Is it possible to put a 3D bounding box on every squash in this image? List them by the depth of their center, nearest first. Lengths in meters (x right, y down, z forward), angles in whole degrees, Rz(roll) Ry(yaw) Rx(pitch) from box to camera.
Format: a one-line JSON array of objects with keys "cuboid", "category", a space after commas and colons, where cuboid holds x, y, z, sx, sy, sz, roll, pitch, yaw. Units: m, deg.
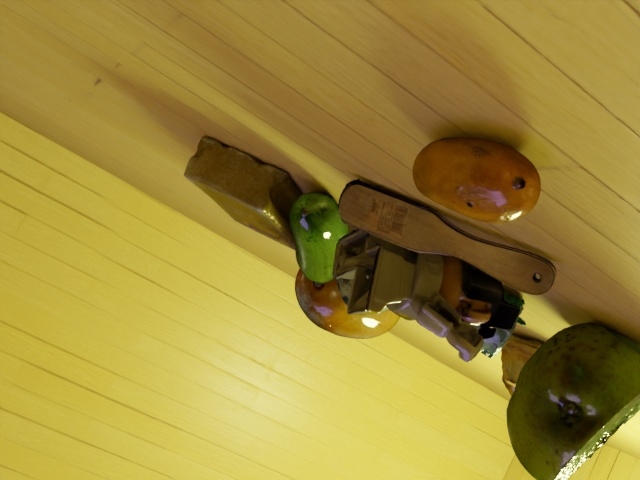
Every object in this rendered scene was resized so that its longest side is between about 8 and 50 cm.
[{"cuboid": [0.000, 0.000, 1.446, 0.107, 0.107, 0.395, 26, 163, 12], "category": "squash"}]

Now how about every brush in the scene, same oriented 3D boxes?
[{"cuboid": [0.177, -0.004, 1.080, 0.327, 0.070, 0.065, 24, -171, 24], "category": "brush"}]

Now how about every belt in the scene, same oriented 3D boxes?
[{"cuboid": [0.320, 0.151, 1.352, 0.079, 0.121, 0.151, 28, 168, 13], "category": "belt"}]

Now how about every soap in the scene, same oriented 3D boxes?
[{"cuboid": [-0.126, -0.083, 1.491, 0.199, 0.091, 0.315, 24, 172, 17], "category": "soap"}]

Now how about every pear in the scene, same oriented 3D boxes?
[{"cuboid": [0.412, 0.254, 1.250, 0.176, 0.286, 0.282, 45, -179, 27], "category": "pear"}]

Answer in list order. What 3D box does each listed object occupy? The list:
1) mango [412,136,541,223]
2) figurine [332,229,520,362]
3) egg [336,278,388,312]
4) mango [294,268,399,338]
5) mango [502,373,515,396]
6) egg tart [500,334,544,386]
[{"cuboid": [0.148, -0.062, 0.754, 0.098, 0.075, 0.190, 40, 175, -21], "category": "mango"}, {"cuboid": [0.173, 0.074, 1.189, 0.308, 0.308, 0.143, 28, 131, -4], "category": "figurine"}, {"cuboid": [0.104, 0.088, 1.604, 0.141, 0.141, 0.182, 27, 170, 6], "category": "egg"}, {"cuboid": [0.079, 0.138, 1.856, 0.221, 0.199, 0.384, 14, 178, 32], "category": "mango"}, {"cuboid": [0.594, 0.414, 2.066, 0.236, 0.136, 0.166, 38, 172, -27], "category": "mango"}, {"cuboid": [0.518, 0.311, 1.759, 0.288, 0.118, 0.288, 29, 176, 2], "category": "egg tart"}]
